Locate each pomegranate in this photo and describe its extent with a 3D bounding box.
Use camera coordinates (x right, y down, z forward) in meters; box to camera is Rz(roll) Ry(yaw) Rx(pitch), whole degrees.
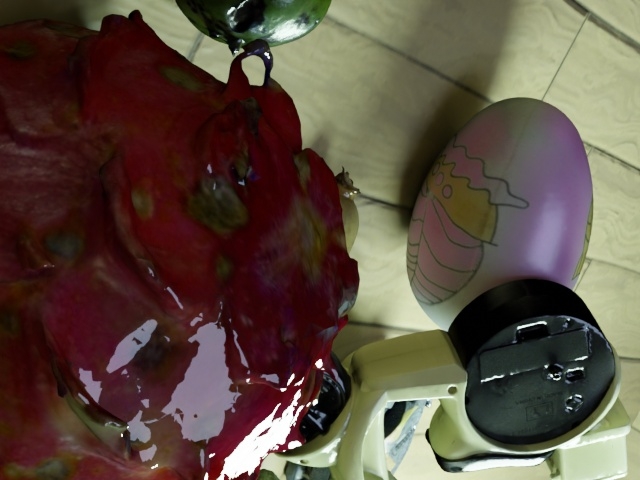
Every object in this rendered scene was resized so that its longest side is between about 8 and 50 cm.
[{"bbox_3d":[-0.049,-0.212,1.249,0.122,0.122,0.161,7,84,-64],"label":"pomegranate"}]

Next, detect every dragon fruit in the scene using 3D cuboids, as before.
[{"bbox_3d":[-0.115,0.037,1.140,0.386,0.249,0.371,-37,127,-62],"label":"dragon fruit"}]

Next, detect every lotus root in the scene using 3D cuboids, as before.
[{"bbox_3d":[0.000,0.000,1.624,0.073,0.062,0.150,2,117,-63],"label":"lotus root"}]

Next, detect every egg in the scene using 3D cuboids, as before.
[{"bbox_3d":[0.191,-0.018,1.813,0.196,0.196,0.271,-35,143,-43],"label":"egg"}]

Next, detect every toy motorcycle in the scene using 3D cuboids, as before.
[{"bbox_3d":[0.054,0.232,1.942,0.173,0.108,0.307,-34,145,-49],"label":"toy motorcycle"}]

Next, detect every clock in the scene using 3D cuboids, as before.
[{"bbox_3d":[0.126,0.187,1.760,0.379,0.120,0.276,-14,123,-2],"label":"clock"}]

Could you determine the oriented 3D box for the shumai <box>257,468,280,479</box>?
[{"bbox_3d":[-0.112,0.378,1.795,0.222,0.203,0.272,64,25,-64],"label":"shumai"}]
